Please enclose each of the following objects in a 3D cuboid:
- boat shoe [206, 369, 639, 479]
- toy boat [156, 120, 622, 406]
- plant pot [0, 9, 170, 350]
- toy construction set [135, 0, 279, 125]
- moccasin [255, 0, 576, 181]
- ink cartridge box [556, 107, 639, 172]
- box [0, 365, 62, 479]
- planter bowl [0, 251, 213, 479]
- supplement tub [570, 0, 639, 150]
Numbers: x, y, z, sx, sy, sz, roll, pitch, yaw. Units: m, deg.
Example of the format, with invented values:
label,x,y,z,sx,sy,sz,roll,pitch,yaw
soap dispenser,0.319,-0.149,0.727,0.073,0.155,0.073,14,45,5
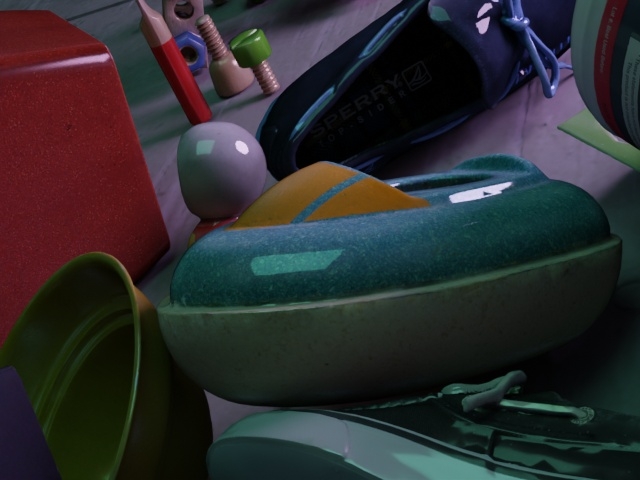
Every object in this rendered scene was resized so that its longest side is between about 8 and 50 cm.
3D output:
label,x,y,z,sx,sy,sz,roll,pitch,yaw
boat shoe,0.091,0.115,0.606,0.306,0.113,0.105,0,33,35
toy boat,0.000,0.000,0.770,0.267,0.148,0.318,-12,9,-31
plant pot,-0.275,-0.052,1.031,0.236,0.267,0.267,-24,28,-18
toy construction set,-0.103,-0.295,1.269,0.257,0.237,0.309,-10,34,27
moccasin,0.111,-0.136,0.975,0.342,0.138,0.117,-40,16,4
ink cartridge box,0.271,-0.088,0.822,0.209,0.062,0.109,-32,31,-8
box,-0.313,0.217,0.547,0.343,0.179,0.312,-21,-1,20
planter bowl,-0.124,0.123,0.747,0.217,0.090,0.217,-35,44,42
supplement tub,0.275,-0.078,0.624,0.191,0.191,0.272,-36,50,-14
